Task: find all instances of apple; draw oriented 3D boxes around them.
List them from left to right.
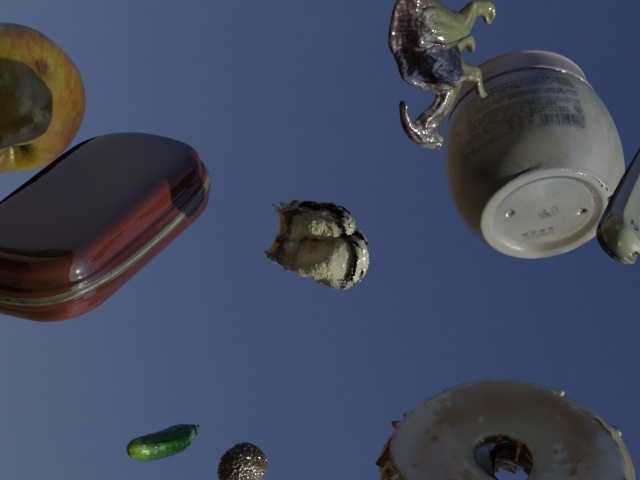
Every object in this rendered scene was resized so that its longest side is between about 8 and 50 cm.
[{"bbox_3d":[-0.532,-0.231,2.153,0.264,0.264,0.264,27,-57,52],"label":"apple"}]

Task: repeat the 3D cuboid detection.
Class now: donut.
[{"bbox_3d":[0.271,0.364,1.877,0.382,0.382,0.142,42,-35,44],"label":"donut"}]

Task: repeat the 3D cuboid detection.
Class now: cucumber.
[{"bbox_3d":[-0.188,0.250,1.572,0.037,0.155,0.037,1,-87,26],"label":"cucumber"}]

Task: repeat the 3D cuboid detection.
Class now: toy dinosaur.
[{"bbox_3d":[0.158,-0.266,1.692,0.077,0.162,0.294,8,-59,50],"label":"toy dinosaur"}]

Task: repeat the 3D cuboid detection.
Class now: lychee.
[{"bbox_3d":[-0.107,0.313,1.760,0.083,0.068,0.067,81,14,-68],"label":"lychee"}]

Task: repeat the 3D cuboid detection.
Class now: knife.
[{"bbox_3d":[0.374,-0.052,1.457,0.073,0.265,0.040,44,-52,-5],"label":"knife"}]

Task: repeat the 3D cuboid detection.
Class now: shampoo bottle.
[{"bbox_3d":[0.328,-0.134,1.978,0.273,0.273,0.266,117,-23,-46],"label":"shampoo bottle"}]

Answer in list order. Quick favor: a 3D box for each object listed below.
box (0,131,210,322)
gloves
[{"bbox_3d":[-0.334,-0.026,1.814,0.263,0.404,0.108,10,-54,29],"label":"box"},{"bbox_3d":[0.002,0.001,1.700,0.153,0.070,0.114,19,-78,38],"label":"gloves"}]
